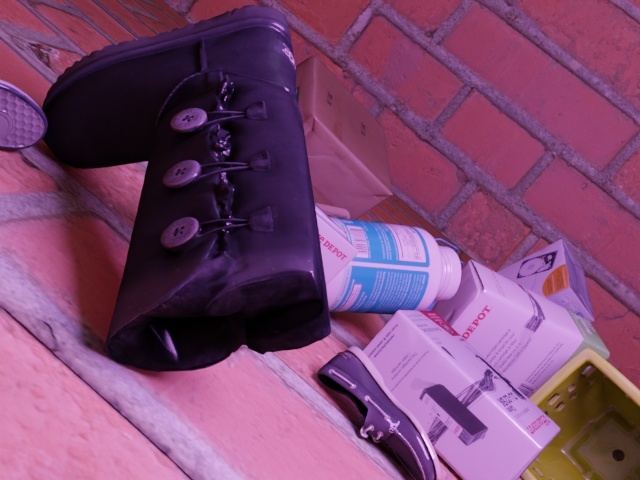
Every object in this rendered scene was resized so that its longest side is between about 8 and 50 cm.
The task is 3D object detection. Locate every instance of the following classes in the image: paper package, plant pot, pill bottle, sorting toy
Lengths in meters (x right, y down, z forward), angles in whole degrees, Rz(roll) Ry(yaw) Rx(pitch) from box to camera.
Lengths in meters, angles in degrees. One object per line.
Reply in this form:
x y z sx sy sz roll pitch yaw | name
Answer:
0.015 -0.241 1.852 0.309 0.168 0.324 42 29 -29 | paper package
0.462 0.343 1.250 0.207 0.227 0.228 31 15 -52 | plant pot
0.090 0.044 1.214 0.264 0.146 0.146 6 28 -27 | pill bottle
-0.056 -0.046 1.415 0.193 0.038 0.208 12 11 11 | sorting toy

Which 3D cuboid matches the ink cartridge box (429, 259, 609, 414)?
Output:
0.325 0.185 1.346 0.273 0.198 0.114 27 24 -15 | ink cartridge box

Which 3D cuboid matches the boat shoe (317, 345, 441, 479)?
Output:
0.069 0.226 0.951 0.065 0.075 0.206 -22 57 -26 | boat shoe

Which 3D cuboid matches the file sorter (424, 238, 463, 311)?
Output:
0.264 0.096 1.678 0.118 0.105 0.170 25 42 -50 | file sorter

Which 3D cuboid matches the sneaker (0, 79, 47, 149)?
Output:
-0.436 -0.200 0.893 0.226 0.086 0.163 24 22 -46 | sneaker

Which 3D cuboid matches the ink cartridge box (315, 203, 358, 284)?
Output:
-0.072 0.013 0.932 0.128 0.176 0.127 41 8 -47 | ink cartridge box

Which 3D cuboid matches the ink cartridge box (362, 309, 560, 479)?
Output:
0.205 0.234 1.131 0.273 0.114 0.197 45 13 21 | ink cartridge box

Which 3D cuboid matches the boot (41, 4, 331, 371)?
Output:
-0.178 -0.048 0.847 0.146 0.367 0.445 50 24 -46 | boot

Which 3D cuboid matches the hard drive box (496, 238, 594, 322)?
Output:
0.400 0.124 1.504 0.089 0.232 0.181 50 27 -17 | hard drive box
